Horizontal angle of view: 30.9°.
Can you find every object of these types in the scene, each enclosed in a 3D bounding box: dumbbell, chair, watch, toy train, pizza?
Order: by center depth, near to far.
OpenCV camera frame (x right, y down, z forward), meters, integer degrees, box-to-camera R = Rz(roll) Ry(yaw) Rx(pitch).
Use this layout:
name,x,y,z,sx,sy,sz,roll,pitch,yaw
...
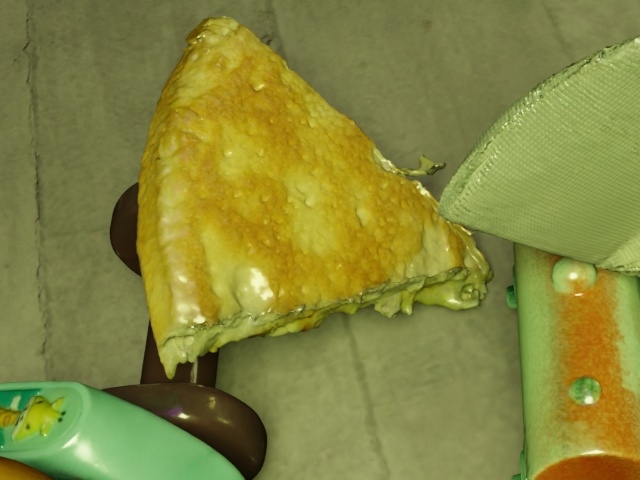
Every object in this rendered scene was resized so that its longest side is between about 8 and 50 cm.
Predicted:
name,x,y,z,sx,sy,sz,roll,pitch,yaw
chair,0.239,0.026,0.632,0.160,0.319,0.186,-37,58,39
toy train,0.173,0.066,0.751,0.116,0.177,0.286,-6,52,15
watch,-0.163,0.168,0.774,0.237,0.195,0.068,-7,46,27
pizza,0.000,0.000,0.842,0.287,0.075,0.280,24,55,-20
dumbbell,-0.102,0.069,0.867,0.140,0.124,0.226,-7,54,13

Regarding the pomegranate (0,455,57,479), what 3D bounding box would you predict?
name,x,y,z,sx,sy,sz,roll,pitch,yaw
pomegranate,-0.243,0.308,0.573,0.416,0.417,0.417,-8,54,11
